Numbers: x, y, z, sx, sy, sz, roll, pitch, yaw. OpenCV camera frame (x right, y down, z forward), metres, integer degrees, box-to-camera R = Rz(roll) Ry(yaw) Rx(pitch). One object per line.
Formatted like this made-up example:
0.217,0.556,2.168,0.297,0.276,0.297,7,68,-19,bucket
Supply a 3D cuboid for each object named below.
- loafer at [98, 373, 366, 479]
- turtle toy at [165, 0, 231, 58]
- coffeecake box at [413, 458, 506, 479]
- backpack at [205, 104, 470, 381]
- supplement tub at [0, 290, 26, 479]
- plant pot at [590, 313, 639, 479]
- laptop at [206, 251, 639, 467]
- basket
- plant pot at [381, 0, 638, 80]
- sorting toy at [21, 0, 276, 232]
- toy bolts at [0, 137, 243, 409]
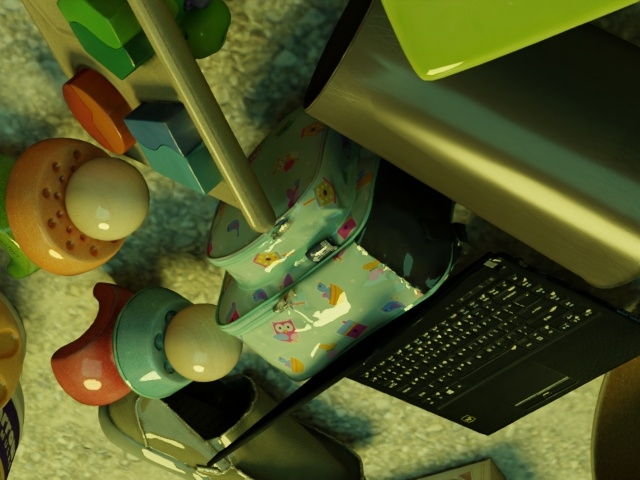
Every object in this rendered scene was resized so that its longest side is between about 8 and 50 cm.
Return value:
-0.067,0.174,1.192,0.251,0.094,0.087,22,135,-13,loafer
-0.099,-0.172,0.892,0.066,0.095,0.130,-20,131,-6,turtle toy
0.106,0.295,1.299,0.185,0.068,0.142,-20,127,23,coffeecake box
0.000,0.000,0.977,0.144,0.166,0.188,29,128,-17,backpack
-0.371,0.184,1.077,0.241,0.331,0.241,4,133,4,supplement tub
0.384,0.166,1.067,0.254,0.237,0.237,11,134,-24,plant pot
0.091,0.120,1.054,0.264,0.136,0.234,25,143,-22,laptop
0.117,-0.088,0.883,0.227,0.204,0.154,27,92,-10,basket
0.114,-0.251,0.703,0.227,0.228,0.207,-20,121,25,plant pot
-0.152,-0.146,0.845,0.041,0.229,0.307,-40,129,-17,sorting toy
-0.171,0.059,1.019,0.158,0.218,0.228,-5,143,41,toy bolts
